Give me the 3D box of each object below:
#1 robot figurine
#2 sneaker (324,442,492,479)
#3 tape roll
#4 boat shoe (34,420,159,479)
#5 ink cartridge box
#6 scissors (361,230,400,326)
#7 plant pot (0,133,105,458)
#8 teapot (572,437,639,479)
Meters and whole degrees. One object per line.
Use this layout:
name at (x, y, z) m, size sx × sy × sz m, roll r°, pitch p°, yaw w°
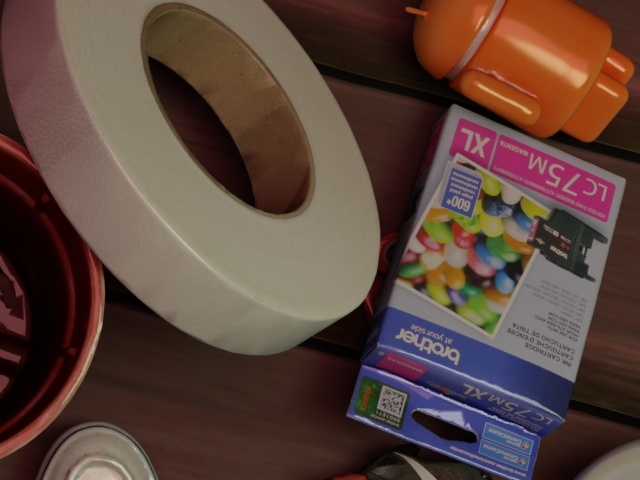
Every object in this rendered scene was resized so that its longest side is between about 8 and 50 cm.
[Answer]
robot figurine at (0.179, -0.179, 1.733) m, size 0.219 × 0.128 × 0.158 m, roll 29°, pitch 80°, yaw -8°
sneaker at (0.131, 0.266, 1.633) m, size 0.276 × 0.097 × 0.135 m, roll 31°, pitch 49°, yaw 29°
tape roll at (-0.098, -0.091, 1.558) m, size 0.072 × 0.392 × 0.392 m, roll -33°, pitch 90°, yaw 28°
boat shoe at (-0.184, 0.334, 1.571) m, size 0.136 × 0.156 × 0.367 m, roll 4°, pitch 82°, yaw -12°
ink cartridge box at (0.153, 0.046, 1.691) m, size 0.186 × 0.065 × 0.311 m, roll 23°, pitch 64°, yaw -8°
scissors at (0.000, 0.000, 1.728) m, size 0.297 × 0.021 × 0.109 m, roll 32°, pitch 80°, yaw -5°
plant pot at (-0.323, 0.059, 1.524) m, size 0.272 × 0.265 × 0.272 m, roll 2°, pitch 82°, yaw -12°
teapot at (0.323, 0.300, 1.677) m, size 0.256 × 0.187 × 0.252 m, roll -31°, pitch 69°, yaw 12°
